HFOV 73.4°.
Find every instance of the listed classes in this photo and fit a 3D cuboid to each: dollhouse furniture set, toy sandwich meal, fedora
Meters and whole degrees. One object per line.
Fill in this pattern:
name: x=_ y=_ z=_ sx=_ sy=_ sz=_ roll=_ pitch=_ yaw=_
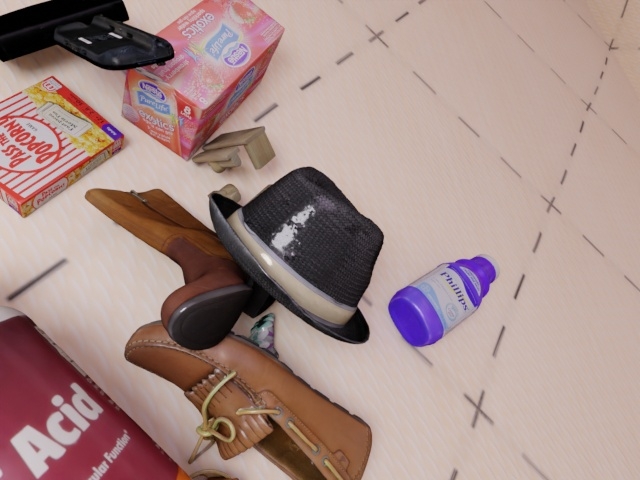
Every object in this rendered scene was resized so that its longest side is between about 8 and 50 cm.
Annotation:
dollhouse furniture set: x=-0.158 y=-0.103 z=0.794 sx=0.144 sy=0.123 sz=0.151 roll=-49 pitch=128 yaw=-37
toy sandwich meal: x=-0.145 y=0.332 z=0.551 sx=0.085 sy=0.029 sz=0.086 roll=-5 pitch=108 yaw=-14
fedora: x=0.000 y=0.000 z=0.646 sx=0.334 sy=0.334 sz=0.152 roll=43 pitch=98 yaw=-7

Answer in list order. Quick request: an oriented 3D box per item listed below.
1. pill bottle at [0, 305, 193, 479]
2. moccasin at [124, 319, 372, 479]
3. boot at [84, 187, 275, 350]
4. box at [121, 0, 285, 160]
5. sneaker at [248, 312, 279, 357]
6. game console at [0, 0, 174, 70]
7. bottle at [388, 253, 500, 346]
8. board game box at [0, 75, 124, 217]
pill bottle: x=-0.319 y=0.205 z=0.402 sx=0.392 sy=0.224 sz=0.224 roll=48 pitch=53 yaw=-7
moccasin: x=-0.100 y=0.243 z=0.591 sx=0.380 sy=0.139 sz=0.147 roll=41 pitch=44 yaw=-16
boot: x=-0.200 y=0.004 z=0.572 sx=0.280 sy=0.096 sz=0.264 roll=37 pitch=19 yaw=10
box: x=-0.210 y=-0.317 z=0.797 sx=0.142 sy=0.154 sz=0.300 roll=35 pitch=53 yaw=-9
sneaker: x=-0.085 y=0.170 z=0.691 sx=0.069 sy=0.038 sz=0.098 roll=52 pitch=38 yaw=-20
game console: x=-0.366 y=-0.309 z=0.649 sx=0.361 sy=0.044 sz=0.213 roll=32 pitch=56 yaw=32
bottle: x=0.265 y=0.106 z=0.876 sx=0.282 sy=0.092 sz=0.118 roll=-23 pitch=77 yaw=-35
board game box: x=-0.430 y=-0.148 z=0.656 sx=0.146 sy=0.045 sz=0.194 roll=39 pitch=54 yaw=-5
